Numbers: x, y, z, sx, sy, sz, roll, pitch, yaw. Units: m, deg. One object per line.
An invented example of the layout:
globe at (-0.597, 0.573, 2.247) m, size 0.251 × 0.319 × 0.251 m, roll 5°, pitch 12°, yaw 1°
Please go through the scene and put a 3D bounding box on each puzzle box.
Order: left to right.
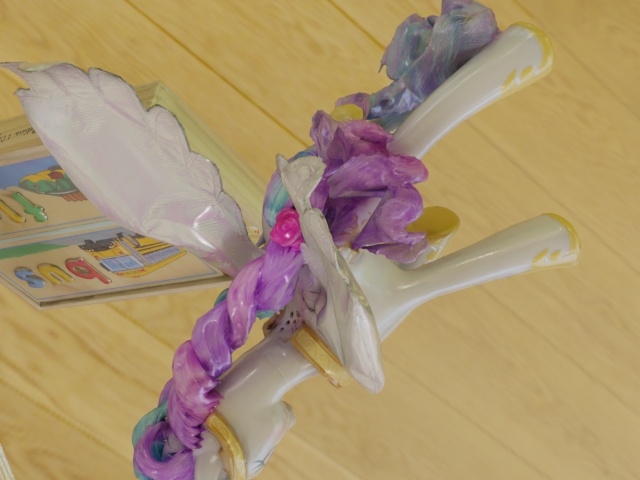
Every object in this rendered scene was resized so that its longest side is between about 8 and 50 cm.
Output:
puzzle box at (-0.234, -0.030, 1.565) m, size 0.272 × 0.409 × 0.052 m, roll 42°, pitch 51°, yaw -39°

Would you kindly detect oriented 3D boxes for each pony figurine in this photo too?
pony figurine at (0.000, 0.000, 0.979) m, size 0.363 × 0.303 × 0.351 m, roll -39°, pitch 138°, yaw -22°

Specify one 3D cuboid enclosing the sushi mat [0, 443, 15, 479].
sushi mat at (-0.388, 0.180, 1.434) m, size 0.151 × 0.019 × 0.316 m, roll -34°, pitch 138°, yaw -25°
